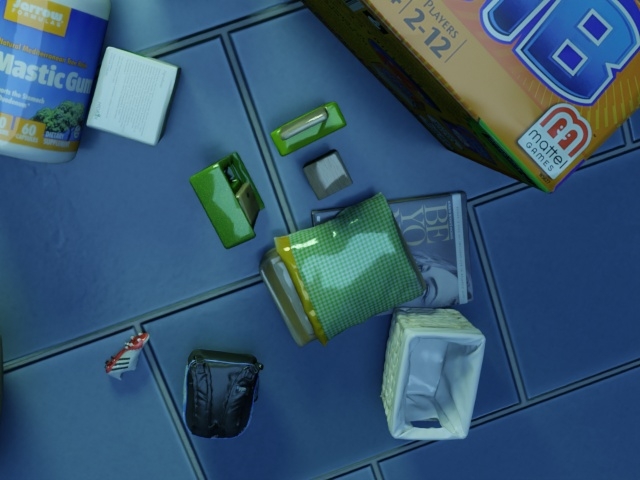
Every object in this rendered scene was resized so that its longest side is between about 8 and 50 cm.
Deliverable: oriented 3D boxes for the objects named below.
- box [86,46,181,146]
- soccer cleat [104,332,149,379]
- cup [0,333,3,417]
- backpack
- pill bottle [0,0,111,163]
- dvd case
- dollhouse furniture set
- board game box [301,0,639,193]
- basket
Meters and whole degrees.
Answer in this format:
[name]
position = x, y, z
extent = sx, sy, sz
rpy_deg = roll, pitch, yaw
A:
[box]
position = -0.229, -0.179, 0.915
extent = 0.087, 0.101, 0.102
rpy_deg = 17, 100, -11
[soccer cleat]
position = -0.265, 0.162, 1.029
extent = 0.083, 0.029, 0.035
rpy_deg = -42, 113, 7
[cup]
position = -0.520, 0.182, 0.880
extent = 0.331, 0.331, 0.237
rpy_deg = 28, 72, -13
[backpack]
position = -0.139, 0.212, 1.026
extent = 0.105, 0.084, 0.114
rpy_deg = 7, 97, -8
[pill bottle]
position = -0.333, -0.239, 0.861
extent = 0.152, 0.152, 0.272
rpy_deg = 15, 101, -10
[dvd case]
position = 0.105, 0.025, 1.049
extent = 0.221, 0.018, 0.164
rpy_deg = -8, 104, -6
[dollhouse furniture set]
position = 0.000, 0.000, 0.944
extent = 0.197, 0.151, 0.301
rpy_deg = -26, 102, 6
[board game box]
position = 0.193, -0.324, 0.803
extent = 0.356, 0.356, 0.356
rpy_deg = 42, 96, -14
[basket]
position = 0.153, 0.183, 1.039
extent = 0.113, 0.103, 0.167
rpy_deg = 3, 110, -9
